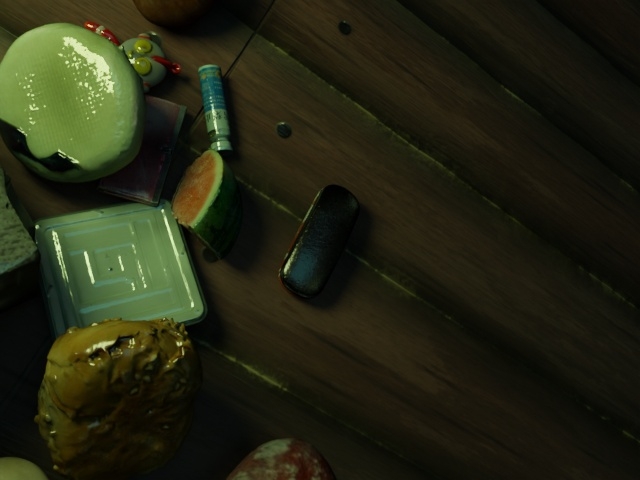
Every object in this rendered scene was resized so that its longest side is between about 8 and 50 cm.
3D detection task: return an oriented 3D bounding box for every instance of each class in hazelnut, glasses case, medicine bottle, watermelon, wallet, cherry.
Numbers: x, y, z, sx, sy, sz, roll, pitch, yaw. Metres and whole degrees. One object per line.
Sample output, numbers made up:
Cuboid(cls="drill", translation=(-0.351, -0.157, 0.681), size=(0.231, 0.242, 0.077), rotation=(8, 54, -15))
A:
Cuboid(cls="hazelnut", translation=(-0.298, -0.543, 1.194), size=(0.210, 0.210, 0.186), rotation=(-6, 41, -24))
Cuboid(cls="glasses case", translation=(0.000, 0.000, 1.265), size=(0.103, 0.067, 0.267), rotation=(33, 67, -15))
Cuboid(cls="medicine bottle", translation=(-0.220, -0.274, 1.243), size=(0.051, 0.051, 0.191), rotation=(-5, 79, -24))
Cuboid(cls="watermelon", translation=(-0.194, -0.068, 1.170), size=(0.146, 0.128, 0.231), rotation=(47, 43, -38))
Cuboid(cls="wallet", translation=(-0.349, -0.185, 1.162), size=(0.119, 0.025, 0.233), rotation=(14, 65, -12))
Cuboid(cls="cherry", translation=(-0.078, 0.497, 1.038), size=(0.236, 0.212, 0.286), rotation=(30, 49, -26))

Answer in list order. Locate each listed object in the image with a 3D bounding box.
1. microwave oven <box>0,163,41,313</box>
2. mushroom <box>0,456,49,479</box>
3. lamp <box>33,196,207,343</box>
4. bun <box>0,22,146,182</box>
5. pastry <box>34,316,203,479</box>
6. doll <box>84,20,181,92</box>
Cuboid(cls="microwave oven", translation=(-0.653, -0.061, 0.855), size=(0.374, 0.236, 0.432), rotation=(-31, 87, -34))
Cuboid(cls="mushroom", translation=(-0.479, 0.429, 0.910), size=(0.206, 0.206, 0.209), rotation=(53, 23, -4))
Cuboid(cls="lamp", translation=(-0.371, 0.061, 1.087), size=(0.268, 0.047, 0.267), rotation=(-14, 73, -26))
Cuboid(cls="bun", translation=(-0.435, -0.242, 1.072), size=(0.282, 0.179, 0.284), rotation=(1, 96, 8))
Cuboid(cls="pastry", translation=(-0.333, 0.252, 0.979), size=(0.254, 0.162, 0.311), rotation=(11, 112, -31))
Cuboid(cls="doll", translation=(-0.401, -0.359, 1.174), size=(0.244, 0.076, 0.143), rotation=(3, 82, -18))
